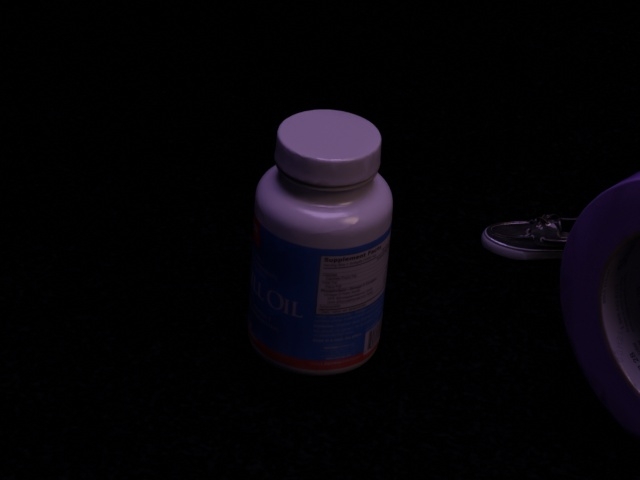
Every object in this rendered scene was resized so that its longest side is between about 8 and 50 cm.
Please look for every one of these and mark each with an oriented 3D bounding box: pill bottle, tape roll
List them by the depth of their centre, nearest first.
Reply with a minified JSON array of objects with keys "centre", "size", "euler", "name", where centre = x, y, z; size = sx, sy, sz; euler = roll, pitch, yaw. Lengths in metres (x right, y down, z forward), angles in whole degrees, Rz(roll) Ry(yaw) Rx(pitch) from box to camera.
[{"centre":[0.334,0.061,1.659],"size":[0.275,0.274,0.090],"euler":[29,40,34],"name":"tape roll"},{"centre":[0.000,0.000,1.766],"size":[0.124,0.221,0.124],"euler":[3,32,-2],"name":"pill bottle"}]

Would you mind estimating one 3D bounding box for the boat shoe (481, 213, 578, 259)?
[{"centre":[0.232,-0.007,1.972],"size":[0.142,0.040,0.049],"euler":[4,33,-1],"name":"boat shoe"}]
